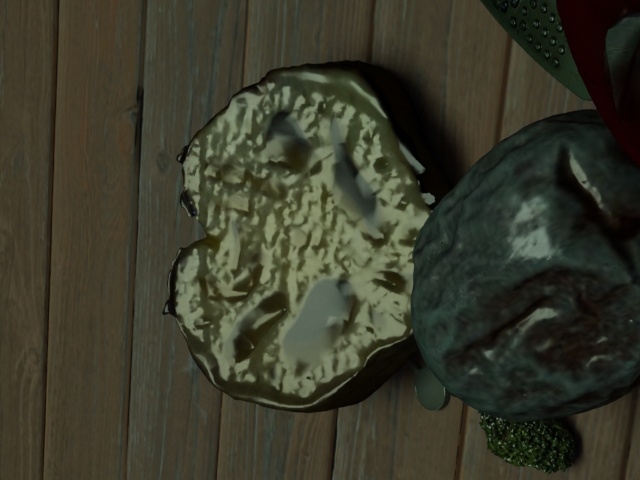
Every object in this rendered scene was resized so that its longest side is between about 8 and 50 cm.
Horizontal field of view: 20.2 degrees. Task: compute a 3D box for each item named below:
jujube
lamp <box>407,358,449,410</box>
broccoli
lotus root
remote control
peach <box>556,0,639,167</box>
[{"bbox_3d":[0.218,0.016,1.589,0.246,0.215,0.308,44,130,-13],"label":"jujube"},{"bbox_3d":[0.068,0.112,1.969,0.198,0.056,0.050,50,132,30],"label":"lamp"},{"bbox_3d":[0.205,0.191,1.797,0.092,0.097,0.095,59,-156,-60],"label":"broccoli"},{"bbox_3d":[0.000,0.000,1.925,0.375,0.111,0.390,21,101,36],"label":"lotus root"},{"bbox_3d":[0.208,-0.216,1.700,0.222,0.042,0.072,53,136,33],"label":"remote control"},{"bbox_3d":[0.338,-0.172,1.273,0.406,0.310,0.335,56,155,10],"label":"peach"}]
